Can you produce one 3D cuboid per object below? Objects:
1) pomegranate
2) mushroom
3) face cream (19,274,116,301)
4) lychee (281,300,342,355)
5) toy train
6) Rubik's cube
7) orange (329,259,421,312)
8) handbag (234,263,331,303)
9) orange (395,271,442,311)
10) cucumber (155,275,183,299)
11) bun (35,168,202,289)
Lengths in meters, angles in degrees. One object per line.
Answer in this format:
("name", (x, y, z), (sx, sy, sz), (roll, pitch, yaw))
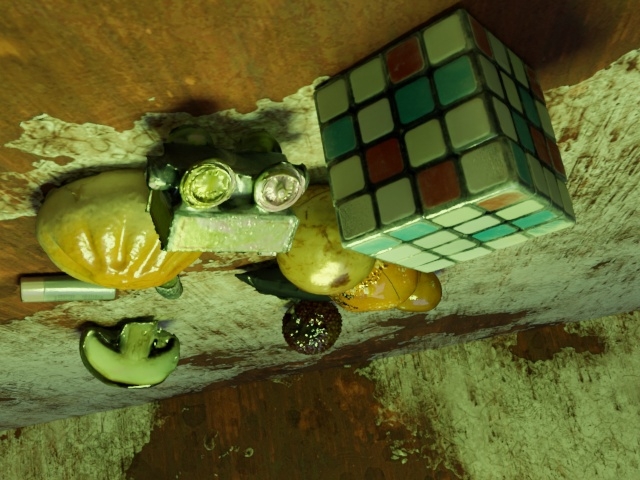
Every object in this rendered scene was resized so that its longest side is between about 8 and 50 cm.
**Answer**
("pomegranate", (0.000, 0.000, 1.316), (0.215, 0.215, 0.215), (-9, 161, -3))
("mushroom", (-0.544, 0.325, 2.018), (0.267, 0.189, 0.164), (-4, 175, -22))
("face cream", (-0.558, 0.105, 1.573), (0.198, 0.057, 0.084), (1, 159, -24))
("lychee", (-0.021, 0.254, 2.105), (0.188, 0.188, 0.188), (-9, 161, -3))
("toy train", (-0.143, -0.069, 1.077), (0.261, 0.134, 0.177), (2, 123, -29))
("Rubik's cube", (0.175, -0.119, 1.000), (0.256, 0.253, 0.259), (-22, 157, 33))
("orange", (0.118, 0.073, 1.640), (0.235, 0.182, 0.234), (-6, 156, -3))
("handbag", (-0.061, 0.110, 1.760), (0.211, 0.088, 0.254), (1, 170, 34))
("orange", (0.264, 0.138, 1.991), (0.156, 0.124, 0.156), (4, 172, 1))
("cucumber", (-0.356, 0.105, 1.664), (0.064, 0.064, 0.112), (-8, 162, -7))
("bun", (-0.336, 0.003, 1.227), (0.299, 0.164, 0.299), (-10, 160, -4))
